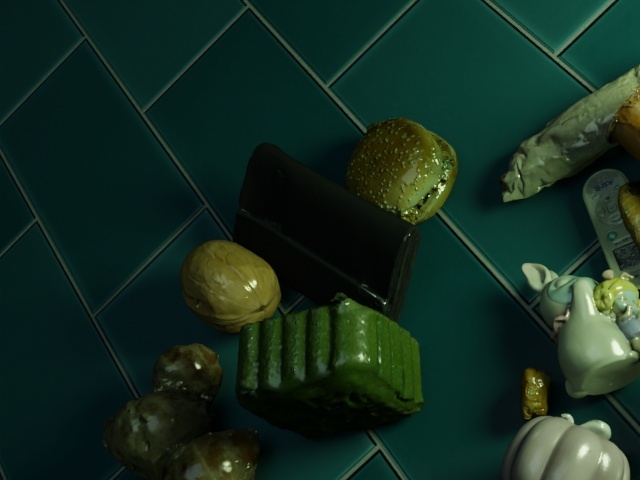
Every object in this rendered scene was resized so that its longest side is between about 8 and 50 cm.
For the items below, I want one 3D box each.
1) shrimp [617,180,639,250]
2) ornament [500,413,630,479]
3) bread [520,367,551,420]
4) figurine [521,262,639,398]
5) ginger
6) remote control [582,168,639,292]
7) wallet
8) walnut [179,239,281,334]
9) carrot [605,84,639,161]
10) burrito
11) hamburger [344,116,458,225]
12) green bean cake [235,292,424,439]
[{"bbox_3d":[0.538,0.012,1.709,0.117,0.066,0.262,-14,65,-25],"label":"shrimp"},{"bbox_3d":[0.352,0.326,1.626,0.177,0.177,0.177,-14,61,26],"label":"ornament"},{"bbox_3d":[0.328,0.234,1.746,0.046,0.083,0.081,6,35,12],"label":"bread"},{"bbox_3d":[0.403,0.105,1.730,0.155,0.127,0.235,-47,45,35],"label":"figurine"},{"bbox_3d":[-0.228,0.364,1.979,0.256,0.176,0.375,-33,52,-4],"label":"ginger"},{"bbox_3d":[0.476,-0.016,1.796,0.078,0.042,0.221,-25,57,19],"label":"remote control"},{"bbox_3d":[-0.001,0.000,2.027,0.406,0.062,0.228,32,115,40],"label":"wallet"},{"bbox_3d":[-0.166,0.087,2.075,0.165,0.165,0.197,-52,48,0],"label":"walnut"},{"bbox_3d":[0.575,-0.132,1.677,0.196,0.196,0.254,-48,60,4],"label":"carrot"},{"bbox_3d":[0.453,-0.192,1.852,0.392,0.076,0.117,-33,40,25],"label":"burrito"},{"bbox_3d":[0.132,-0.129,2.019,0.189,0.122,0.215,-48,48,8],"label":"hamburger"},{"bbox_3d":[0.016,0.215,1.844,0.250,0.247,0.156,-13,60,26],"label":"green bean cake"}]
